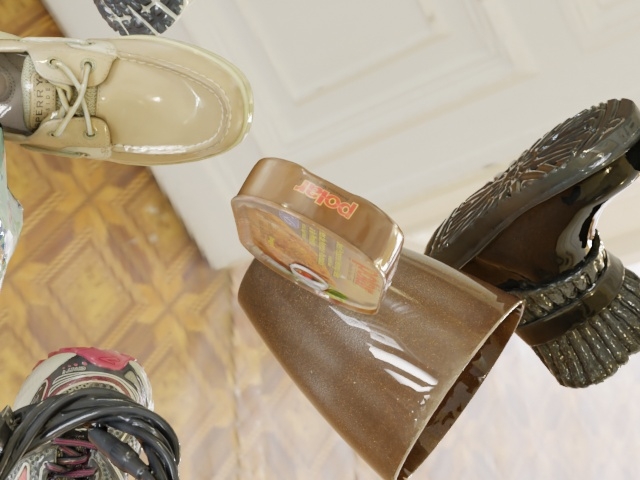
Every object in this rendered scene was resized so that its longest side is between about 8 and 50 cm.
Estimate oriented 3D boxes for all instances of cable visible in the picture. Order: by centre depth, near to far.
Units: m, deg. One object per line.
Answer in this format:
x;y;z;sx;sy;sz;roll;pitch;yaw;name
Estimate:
-0.164;0.168;0.802;0.184;0.150;0.047;-92;-177;-55;cable

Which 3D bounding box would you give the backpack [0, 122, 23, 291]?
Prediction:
-0.342;-0.006;0.930;0.253;0.225;0.191;-95;178;-50;backpack

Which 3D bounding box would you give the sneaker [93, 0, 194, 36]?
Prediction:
-0.145;-0.320;1.444;0.110;0.283;0.122;59;40;-11;sneaker

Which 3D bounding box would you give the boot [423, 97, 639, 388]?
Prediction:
0.308;0.011;1.435;0.260;0.348;0.131;41;51;-8;boot

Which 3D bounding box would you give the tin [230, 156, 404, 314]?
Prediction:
0.000;0.000;0.808;0.106;0.190;0.040;32;78;6;tin

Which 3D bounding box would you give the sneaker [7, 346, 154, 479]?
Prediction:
-0.216;0.226;1.076;0.120;0.299;0.112;14;19;-17;sneaker

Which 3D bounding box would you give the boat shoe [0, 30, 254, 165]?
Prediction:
-0.205;-0.114;1.030;0.098;0.302;0.109;-44;142;-68;boat shoe

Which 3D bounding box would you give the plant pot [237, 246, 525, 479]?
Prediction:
0.041;0.082;1.230;0.230;0.215;0.215;35;36;15;plant pot
